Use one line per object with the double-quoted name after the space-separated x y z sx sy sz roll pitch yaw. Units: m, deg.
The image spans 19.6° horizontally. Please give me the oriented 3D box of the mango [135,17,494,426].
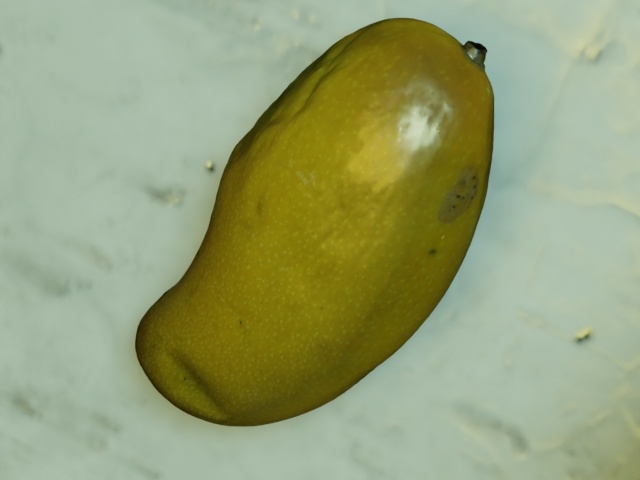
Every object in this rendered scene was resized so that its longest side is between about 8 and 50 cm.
0.000 0.000 0.674 0.098 0.075 0.190 50 116 24 "mango"
